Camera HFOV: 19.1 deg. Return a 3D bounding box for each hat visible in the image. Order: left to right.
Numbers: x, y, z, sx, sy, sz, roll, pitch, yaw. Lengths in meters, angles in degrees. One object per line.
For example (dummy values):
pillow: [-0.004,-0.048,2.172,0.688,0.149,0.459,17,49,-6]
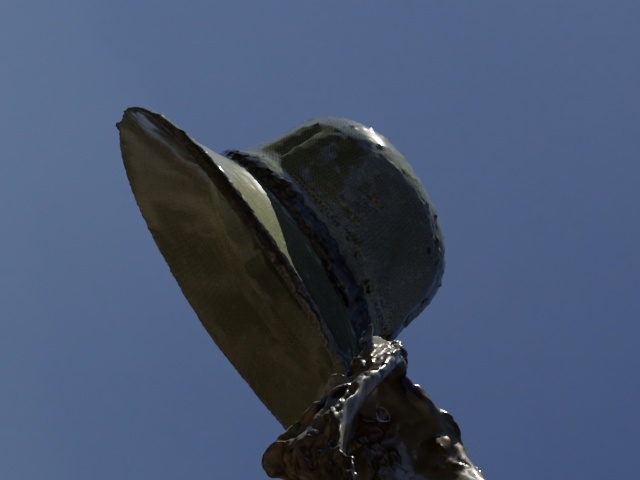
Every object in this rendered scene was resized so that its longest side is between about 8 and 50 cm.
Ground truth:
hat: [0.000,0.000,1.137,0.257,0.130,0.257,52,-16,21]

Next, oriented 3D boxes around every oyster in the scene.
oyster: [0.029,0.095,0.746,0.056,0.105,0.177,-48,-150,23]
